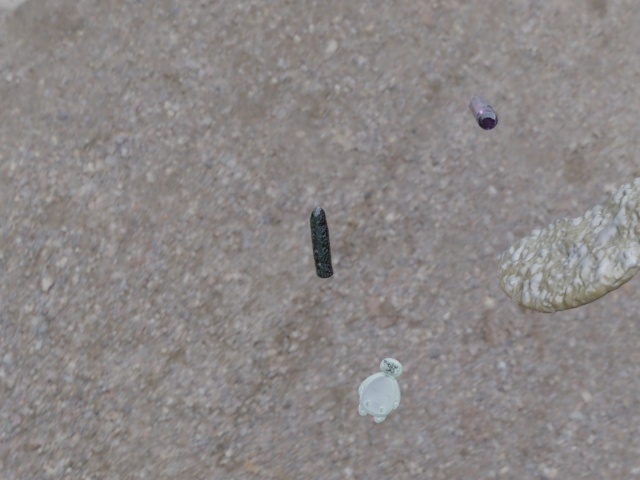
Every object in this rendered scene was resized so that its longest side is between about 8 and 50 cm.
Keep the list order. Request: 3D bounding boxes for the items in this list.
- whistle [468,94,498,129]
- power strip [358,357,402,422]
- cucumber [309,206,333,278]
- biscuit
[{"bbox_3d":[0.259,-0.206,1.745,0.033,0.033,0.176,32,16,-7],"label":"whistle"},{"bbox_3d":[0.079,0.190,1.398,0.055,0.035,0.083,24,86,9],"label":"power strip"},{"bbox_3d":[0.000,0.000,1.784,0.032,0.133,0.032,-5,33,4],"label":"cucumber"},{"bbox_3d":[0.275,0.008,1.102,0.032,0.250,0.133,42,38,-22],"label":"biscuit"}]
